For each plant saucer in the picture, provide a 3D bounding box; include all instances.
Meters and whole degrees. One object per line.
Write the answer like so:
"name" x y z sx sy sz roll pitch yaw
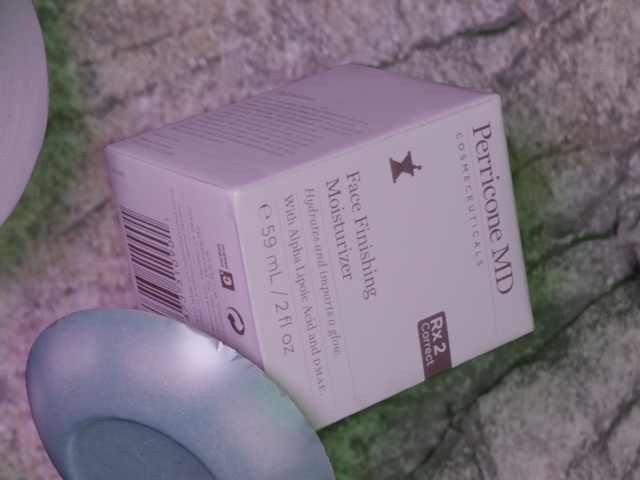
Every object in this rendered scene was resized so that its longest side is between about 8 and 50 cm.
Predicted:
"plant saucer" -0.086 0.122 0.971 0.037 0.195 0.195 -55 128 -43

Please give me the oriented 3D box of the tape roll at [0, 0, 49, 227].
"tape roll" -0.246 -0.078 0.865 0.219 0.072 0.219 2 87 -37

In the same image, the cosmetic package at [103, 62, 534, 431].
"cosmetic package" 0.000 0.000 1.024 0.183 0.151 0.151 -22 113 -28
